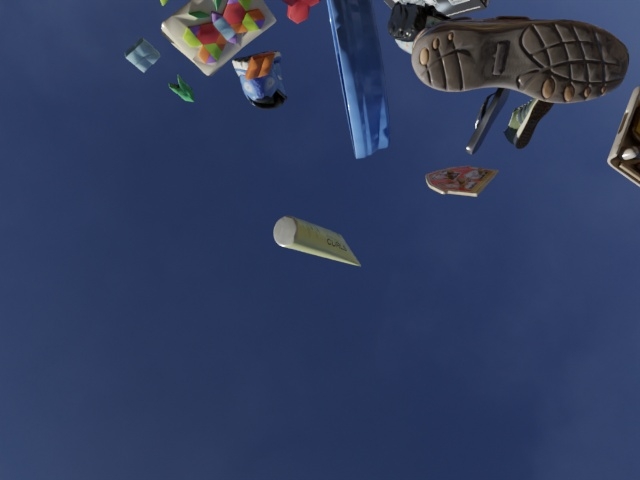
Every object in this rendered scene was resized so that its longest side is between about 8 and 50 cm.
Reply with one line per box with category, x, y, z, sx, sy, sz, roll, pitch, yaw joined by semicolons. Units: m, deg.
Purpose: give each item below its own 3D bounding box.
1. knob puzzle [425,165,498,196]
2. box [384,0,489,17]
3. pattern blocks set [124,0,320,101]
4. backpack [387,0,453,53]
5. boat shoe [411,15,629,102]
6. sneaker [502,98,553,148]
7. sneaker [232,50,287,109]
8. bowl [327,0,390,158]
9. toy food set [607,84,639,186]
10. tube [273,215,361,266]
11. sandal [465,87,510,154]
knob puzzle;0.396;-0.187;1.881;0.213;0.030;0.213;-7;-152;4
box;0.321;-0.766;1.926;0.242;0.307;0.076;33;-107;-36
pattern blocks set;-0.177;-0.390;1.159;0.285;0.325;0.026;25;-152;-44
backpack;0.262;-0.495;1.554;0.182;0.115;0.152;16;-161;-30
boat shoe;0.296;-0.285;0.971;0.325;0.123;0.116;6;-150;-4
sneaker;0.571;-0.356;1.785;0.064;0.192;0.086;9;-151;-33
sneaker;-0.161;-0.423;1.723;0.130;0.147;0.330;-10;-163;6
bowl;0.073;-0.364;1.293;0.077;0.391;0.391;-10;-120;3
toy food set;0.922;-0.248;1.732;0.306;0.092;0.219;29;-103;-20
tube;0.000;0.000;1.326;0.240;0.062;0.070;18;-105;-54
sandal;0.522;-0.393;2.056;0.054;0.254;0.097;37;-149;19
